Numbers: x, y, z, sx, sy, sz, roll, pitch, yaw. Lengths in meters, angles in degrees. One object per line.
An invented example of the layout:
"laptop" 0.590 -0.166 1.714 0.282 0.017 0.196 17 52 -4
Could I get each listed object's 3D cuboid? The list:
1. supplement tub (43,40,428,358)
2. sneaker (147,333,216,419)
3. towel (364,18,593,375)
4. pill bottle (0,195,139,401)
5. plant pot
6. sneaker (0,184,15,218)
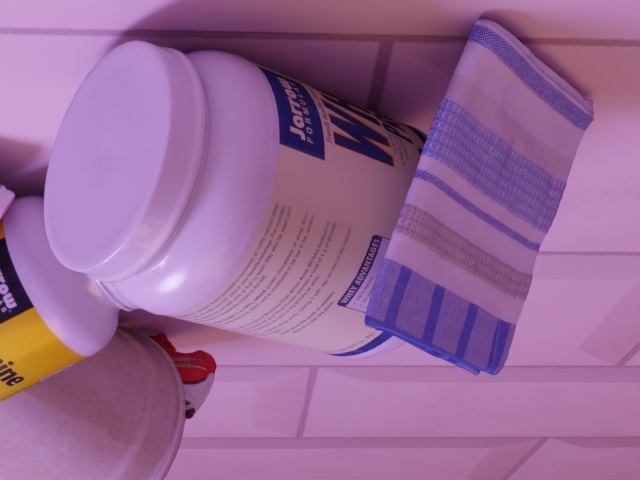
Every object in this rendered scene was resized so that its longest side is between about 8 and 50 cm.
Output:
"supplement tub" -0.056 -0.032 1.116 0.325 0.235 0.235 17 151 -38
"sneaker" -0.266 0.187 1.819 0.279 0.118 0.107 9 142 31
"towel" 0.149 -0.031 1.101 0.034 0.285 0.209 16 172 41
"pill bottle" -0.341 0.068 1.332 0.334 0.188 0.188 -27 153 8
"plant pot" -0.392 0.191 1.595 0.334 0.334 0.305 -10 145 20
"sneaker" -0.383 -0.052 1.283 0.170 0.063 0.075 -1 133 49
